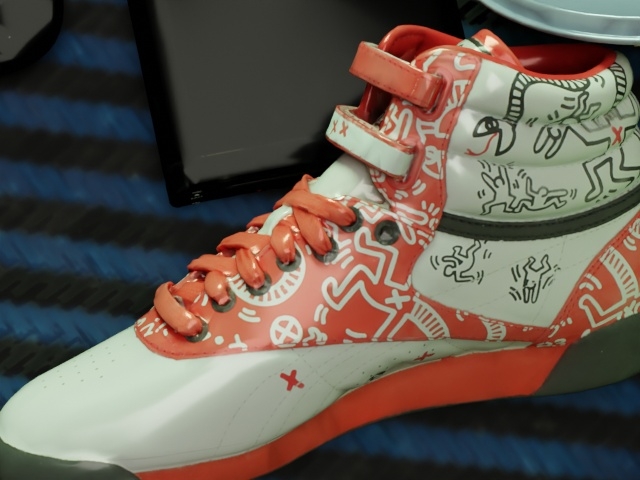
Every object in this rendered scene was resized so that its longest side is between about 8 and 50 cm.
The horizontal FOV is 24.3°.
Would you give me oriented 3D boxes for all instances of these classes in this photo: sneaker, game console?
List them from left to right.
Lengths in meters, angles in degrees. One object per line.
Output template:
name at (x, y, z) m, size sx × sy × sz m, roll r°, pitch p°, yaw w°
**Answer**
game console at (-0.127, -0.107, 0.609) m, size 0.361 × 0.044 × 0.213 m, roll -12°, pitch 82°, yaw -8°
sneaker at (0.000, -0.001, 0.556) m, size 0.270 × 0.090 × 0.145 m, roll -11°, pitch 111°, yaw -14°

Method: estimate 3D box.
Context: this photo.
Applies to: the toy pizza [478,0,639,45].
toy pizza at (0.151, -0.132, 0.602) m, size 0.201 × 0.032 × 0.201 m, roll -10°, pitch 39°, yaw 9°
